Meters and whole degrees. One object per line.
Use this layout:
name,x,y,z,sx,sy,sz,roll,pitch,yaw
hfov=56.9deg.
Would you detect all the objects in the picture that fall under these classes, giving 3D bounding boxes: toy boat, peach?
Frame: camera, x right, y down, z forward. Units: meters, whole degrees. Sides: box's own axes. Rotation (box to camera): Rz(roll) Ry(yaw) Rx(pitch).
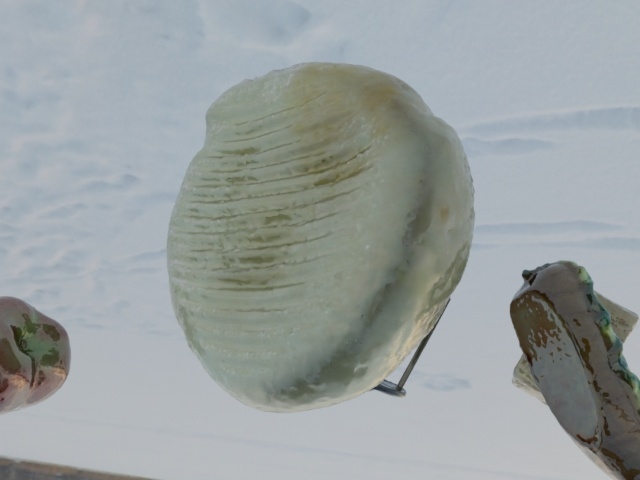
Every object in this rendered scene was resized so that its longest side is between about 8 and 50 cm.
toy boat,0.276,0.152,0.577,0.099,0.292,0.108,-10,152,-28
peach,-0.387,0.152,0.707,0.152,0.152,0.152,7,156,3

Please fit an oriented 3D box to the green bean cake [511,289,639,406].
green bean cake,0.370,0.161,0.865,0.109,0.179,0.085,30,168,27

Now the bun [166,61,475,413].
bun,0.000,0.000,0.631,0.365,0.364,0.219,-11,160,37

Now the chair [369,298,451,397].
chair,0.134,0.180,1.013,0.095,0.221,0.104,24,178,25
